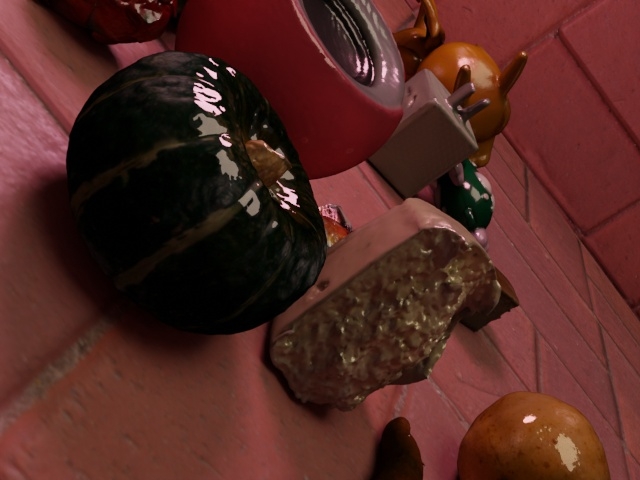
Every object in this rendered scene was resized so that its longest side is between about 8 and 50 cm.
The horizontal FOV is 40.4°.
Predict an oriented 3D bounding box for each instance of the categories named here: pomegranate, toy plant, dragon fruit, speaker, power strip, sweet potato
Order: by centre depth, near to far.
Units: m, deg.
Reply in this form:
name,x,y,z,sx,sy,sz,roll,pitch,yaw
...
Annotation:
name,x,y,z,sx,sy,sz,roll,pitch,yaw
sweet potato,0.075,0.247,0.866,0.057,0.057,0.264,54,17,-4
dragon fruit,-0.220,-0.271,0.925,0.142,0.121,0.130,35,9,16
speaker,-0.033,-0.209,1.019,0.294,0.294,0.294,44,23,-25
pomegranate,0.260,0.278,1.062,0.196,0.196,0.196,44,23,-25
power strip,0.196,-0.208,1.559,0.139,0.224,0.140,44,23,-26
toy plant,0.279,-0.084,1.695,0.243,0.112,0.233,-35,106,-80

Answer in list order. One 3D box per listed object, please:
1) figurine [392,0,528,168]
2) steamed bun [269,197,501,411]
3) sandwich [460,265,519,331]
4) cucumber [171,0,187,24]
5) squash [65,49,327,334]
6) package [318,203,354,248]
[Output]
name,x,y,z,sx,sy,sz,roll,pitch,yaw
figurine,0.248,-0.371,1.865,0.401,0.268,0.387,48,6,-47
steamed bun,0.081,0.069,0.901,0.170,0.225,0.200,50,20,-13
sandwich,0.256,0.080,1.440,0.258,0.094,0.096,33,28,-47
cucumber,-0.207,-0.405,1.144,0.244,0.134,0.134,52,21,0
squash,-0.101,-0.038,0.757,0.252,0.165,0.252,46,23,-27
package,0.000,0.000,1.094,0.232,0.040,0.166,26,36,-50
